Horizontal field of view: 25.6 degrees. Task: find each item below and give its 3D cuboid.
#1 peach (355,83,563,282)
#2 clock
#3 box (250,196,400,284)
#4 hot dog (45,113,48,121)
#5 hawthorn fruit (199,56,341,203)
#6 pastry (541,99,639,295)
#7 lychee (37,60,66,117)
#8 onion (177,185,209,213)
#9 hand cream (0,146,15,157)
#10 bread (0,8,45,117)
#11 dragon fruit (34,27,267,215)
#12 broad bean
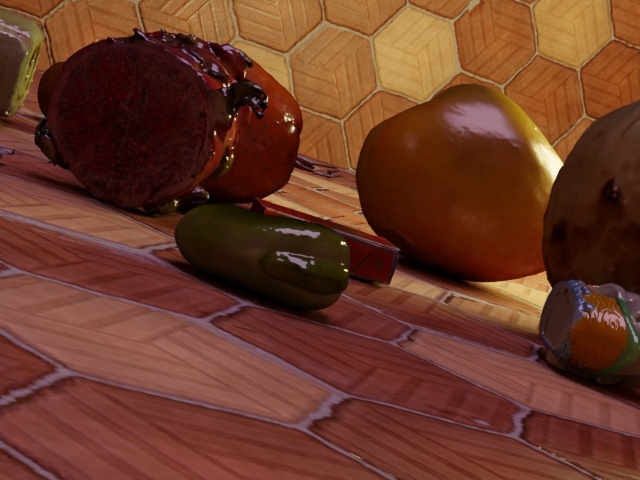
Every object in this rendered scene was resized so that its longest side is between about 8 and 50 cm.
[{"bbox_3d":[0.217,-0.070,2.041,0.308,0.289,0.289,59,12,5],"label":"peach"},{"bbox_3d":[0.318,0.102,1.519,0.144,0.103,0.231,20,8,-5],"label":"clock"},{"bbox_3d":[0.000,0.001,1.686,0.175,0.048,0.112,18,4,-9],"label":"box"},{"bbox_3d":[-0.317,-0.159,2.091,0.236,0.062,0.092,21,10,26],"label":"hot dog"},{"bbox_3d":[-0.112,-0.141,1.938,0.299,0.211,0.211,26,5,-5],"label":"hawthorn fruit"},{"bbox_3d":[0.452,0.012,1.729,0.388,0.312,0.388,38,-3,3],"label":"pastry"},{"bbox_3d":[-0.417,-0.232,2.293,0.140,0.101,0.114,-10,-45,27],"label":"lychee"},{"bbox_3d":[-0.208,-0.116,1.730,0.135,0.173,0.198,-1,50,-26],"label":"onion"},{"bbox_3d":[-0.388,-0.107,1.467,0.084,0.050,0.257,21,0,0],"label":"hand cream"},{"bbox_3d":[-0.572,-0.285,1.989,0.338,0.155,0.187,20,17,-5],"label":"bread"},{"bbox_3d":[-0.175,-0.137,1.590,0.282,0.211,0.147,-9,9,16],"label":"dragon fruit"},{"bbox_3d":[-0.053,0.015,1.300,0.174,0.082,0.124,10,2,19],"label":"broad bean"}]
